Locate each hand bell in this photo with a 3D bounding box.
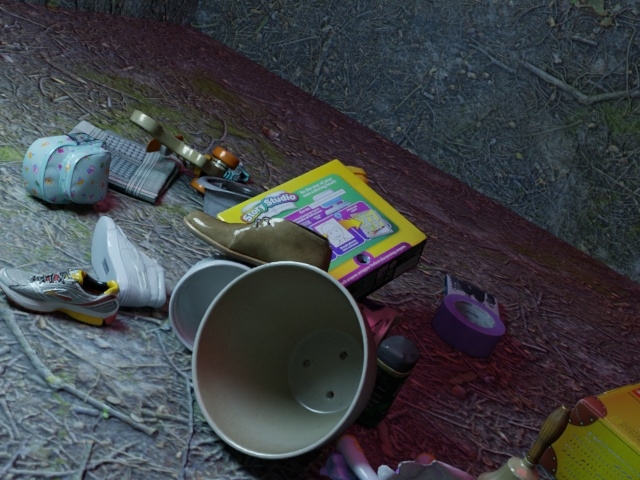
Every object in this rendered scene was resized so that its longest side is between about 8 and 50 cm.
[{"bbox_3d":[0.415,0.413,1.362,0.126,0.242,0.126,22,22,-10],"label":"hand bell"}]

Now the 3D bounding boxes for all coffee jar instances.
[{"bbox_3d":[0.128,0.281,1.425,0.079,0.184,0.096,34,24,19],"label":"coffee jar"}]

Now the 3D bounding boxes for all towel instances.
[{"bbox_3d":[-0.567,-0.231,1.991,0.312,0.056,0.324,22,22,-8],"label":"towel"}]

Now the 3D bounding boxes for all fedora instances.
[{"bbox_3d":[-0.229,-0.082,1.910,0.244,0.124,0.275,11,11,-38],"label":"fedora"}]

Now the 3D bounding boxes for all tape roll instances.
[{"bbox_3d":[0.410,0.234,1.959,0.189,0.080,0.189,22,22,-9],"label":"tape roll"}]

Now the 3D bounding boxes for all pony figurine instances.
[{"bbox_3d":[0.144,0.437,1.055,0.351,0.302,0.363,23,6,-29],"label":"pony figurine"}]

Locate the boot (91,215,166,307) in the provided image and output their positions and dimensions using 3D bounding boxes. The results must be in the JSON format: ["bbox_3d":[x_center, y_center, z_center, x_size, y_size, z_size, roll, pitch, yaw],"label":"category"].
[{"bbox_3d":[-0.409,0.052,1.514,0.123,0.095,0.258,16,32,-37],"label":"boot"}]

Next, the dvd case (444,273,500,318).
[{"bbox_3d":[0.465,0.195,2.168,0.179,0.029,0.238,25,23,0],"label":"dvd case"}]

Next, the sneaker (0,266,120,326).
[{"bbox_3d":[-0.489,0.085,1.333,0.225,0.092,0.088,16,24,-21],"label":"sneaker"}]

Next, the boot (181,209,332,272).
[{"bbox_3d":[-0.120,-0.009,1.381,0.306,0.115,0.112,23,13,6],"label":"boot"}]

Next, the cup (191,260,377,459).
[{"bbox_3d":[-0.028,0.226,1.282,0.331,0.331,0.237,39,3,30],"label":"cup"}]

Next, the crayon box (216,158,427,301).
[{"bbox_3d":[0.000,0.000,1.575,0.363,0.106,0.313,-28,58,-34],"label":"crayon box"}]

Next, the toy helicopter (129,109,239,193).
[{"bbox_3d":[-0.413,-0.271,2.002,0.235,0.140,0.355,31,-5,37],"label":"toy helicopter"}]

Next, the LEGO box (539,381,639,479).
[{"bbox_3d":[0.785,0.548,1.514,0.373,0.193,0.500,2,32,-44],"label":"LEGO box"}]

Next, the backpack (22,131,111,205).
[{"bbox_3d":[-0.597,-0.165,1.670,0.144,0.165,0.188,28,23,32],"label":"backpack"}]

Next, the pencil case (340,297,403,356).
[{"bbox_3d":[-0.019,0.130,1.633,0.410,0.159,0.183,32,28,16],"label":"pencil case"}]

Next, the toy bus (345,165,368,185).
[{"bbox_3d":[0.088,-0.088,2.164,0.150,0.220,0.211,0,40,-40],"label":"toy bus"}]

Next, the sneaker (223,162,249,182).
[{"bbox_3d":[-0.289,-0.218,2.247,0.076,0.065,0.167,43,29,27],"label":"sneaker"}]

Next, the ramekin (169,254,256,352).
[{"bbox_3d":[-0.195,0.126,1.418,0.207,0.207,0.109,21,13,-11],"label":"ramekin"}]
